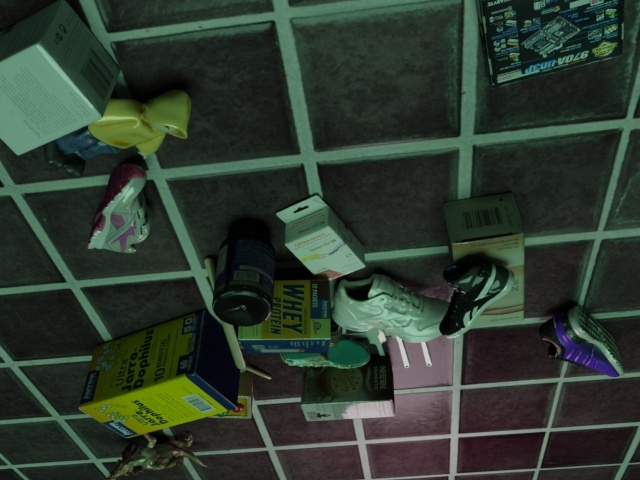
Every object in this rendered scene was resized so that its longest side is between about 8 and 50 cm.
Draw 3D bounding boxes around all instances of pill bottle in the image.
[{"bbox_3d":[-0.157,0.061,1.356,0.123,0.219,0.122,0,136,0],"label":"pill bottle"}]

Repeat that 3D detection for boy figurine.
[{"bbox_3d":[-0.351,-0.195,1.170,0.285,0.092,0.177,-12,159,17],"label":"boy figurine"}]

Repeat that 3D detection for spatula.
[{"bbox_3d":[0.224,0.290,1.747,0.168,0.019,0.242,-12,135,10],"label":"spatula"}]

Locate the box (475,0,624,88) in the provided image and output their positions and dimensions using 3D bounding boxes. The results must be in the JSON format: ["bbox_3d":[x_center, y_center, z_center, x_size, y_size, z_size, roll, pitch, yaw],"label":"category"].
[{"bbox_3d":[0.373,-0.357,1.047,0.221,0.051,0.175,-13,135,12],"label":"box"}]

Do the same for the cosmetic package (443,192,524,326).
[{"bbox_3d":[0.363,0.051,1.418,0.153,0.129,0.296,-10,136,10],"label":"cosmetic package"}]

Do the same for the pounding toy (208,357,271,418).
[{"bbox_3d":[-0.231,0.424,1.826,0.181,0.094,0.206,2,137,-3],"label":"pounding toy"}]

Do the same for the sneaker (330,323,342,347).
[{"bbox_3d":[-0.034,0.219,1.651,0.189,0.066,0.071,14,116,-19],"label":"sneaker"}]

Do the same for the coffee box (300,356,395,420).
[{"bbox_3d":[0.077,0.409,1.775,0.247,0.141,0.098,-6,136,8],"label":"coffee box"}]

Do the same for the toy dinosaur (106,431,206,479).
[{"bbox_3d":[-0.530,0.703,2.105,0.296,0.127,0.200,11,144,-29],"label":"toy dinosaur"}]

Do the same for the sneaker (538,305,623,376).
[{"bbox_3d":[0.675,0.279,1.692,0.146,0.102,0.293,-30,124,33],"label":"sneaker"}]

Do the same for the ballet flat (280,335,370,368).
[{"bbox_3d":[0.011,0.297,1.723,0.241,0.091,0.077,4,167,1],"label":"ballet flat"}]

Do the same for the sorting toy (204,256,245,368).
[{"bbox_3d":[-0.214,0.165,1.485,0.038,0.208,0.193,-17,137,-9],"label":"sorting toy"}]

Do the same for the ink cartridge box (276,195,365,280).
[{"bbox_3d":[0.000,0.000,1.404,0.115,0.067,0.198,-24,132,23],"label":"ink cartridge box"}]

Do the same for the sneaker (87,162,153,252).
[{"bbox_3d":[-0.393,-0.061,1.323,0.111,0.102,0.252,17,140,-23],"label":"sneaker"}]

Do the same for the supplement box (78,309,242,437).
[{"bbox_3d":[-0.408,0.353,1.677,0.357,0.194,0.195,-20,133,19],"label":"supplement box"}]

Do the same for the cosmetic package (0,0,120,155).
[{"bbox_3d":[-0.461,-0.266,1.060,0.184,0.151,0.151,-19,133,16],"label":"cosmetic package"}]

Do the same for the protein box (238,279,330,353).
[{"bbox_3d":[-0.078,0.182,1.496,0.201,0.135,0.199,-1,161,0],"label":"protein box"}]

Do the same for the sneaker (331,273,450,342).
[{"bbox_3d":[0.178,0.156,1.525,0.306,0.114,0.152,4,134,4],"label":"sneaker"}]

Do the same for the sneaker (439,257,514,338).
[{"bbox_3d":[0.287,0.111,1.344,0.121,0.079,0.217,26,125,-17],"label":"sneaker"}]
